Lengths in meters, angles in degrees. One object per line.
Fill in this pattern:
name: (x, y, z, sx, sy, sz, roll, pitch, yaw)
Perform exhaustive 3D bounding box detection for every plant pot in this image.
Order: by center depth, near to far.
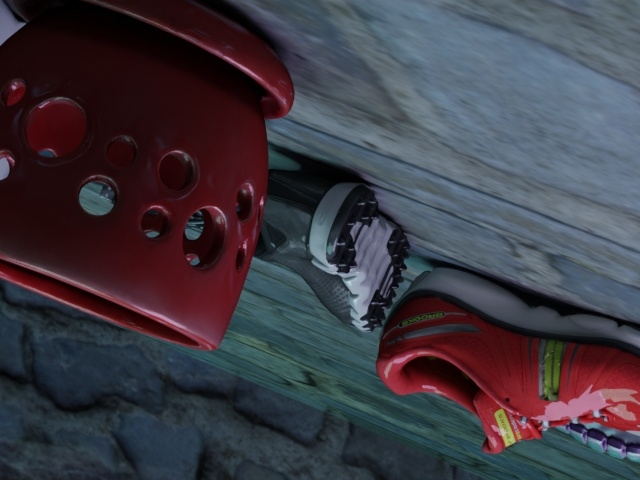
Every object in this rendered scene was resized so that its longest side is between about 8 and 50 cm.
plant pot: (-0.115, -0.048, 1.071, 0.191, 0.174, 0.191, 22, 170, 4)

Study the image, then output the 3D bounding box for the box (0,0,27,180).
box: (-0.278, -0.079, 1.249, 0.119, 0.181, 0.181, 21, 171, 8)

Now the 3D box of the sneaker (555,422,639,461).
sneaker: (0.219, 0.116, 1.552, 0.224, 0.083, 0.098, 8, 146, 28)

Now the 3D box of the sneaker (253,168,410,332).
sneaker: (0.000, 0.000, 1.407, 0.106, 0.078, 0.234, 22, 168, 18)

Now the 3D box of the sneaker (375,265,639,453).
sneaker: (0.171, 0.120, 1.466, 0.279, 0.118, 0.107, 17, 147, 23)

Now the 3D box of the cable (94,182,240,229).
cable: (-0.121, -0.045, 1.541, 0.184, 0.047, 0.150, 22, 166, 18)
